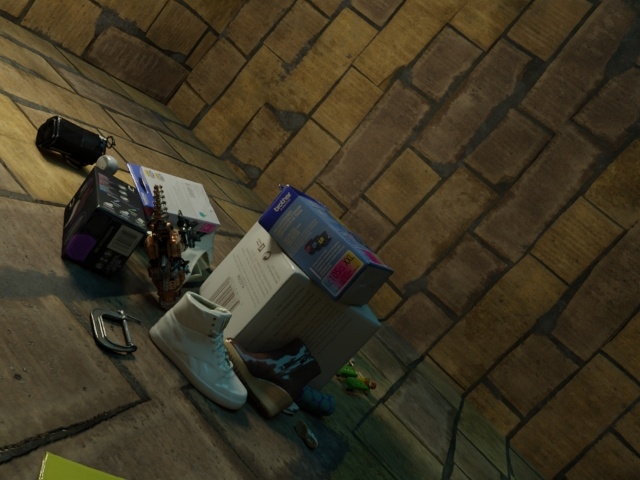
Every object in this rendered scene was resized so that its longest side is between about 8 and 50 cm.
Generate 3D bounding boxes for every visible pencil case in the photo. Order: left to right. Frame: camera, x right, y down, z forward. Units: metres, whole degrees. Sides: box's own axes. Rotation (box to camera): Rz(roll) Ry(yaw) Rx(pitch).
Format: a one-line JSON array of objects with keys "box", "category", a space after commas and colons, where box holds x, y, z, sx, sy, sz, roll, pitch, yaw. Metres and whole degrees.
[{"box": [-0.025, 0.466, 1.549, 0.151, 0.064, 0.070, 35, 27, -36], "category": "pencil case"}]

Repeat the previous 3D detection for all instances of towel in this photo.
[{"box": [-0.315, 0.400, 0.799, 0.237, 0.021, 0.102, 36, 5, -26], "category": "towel"}]

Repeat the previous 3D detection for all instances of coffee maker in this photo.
[{"box": [-0.812, -0.336, 1.737, 0.178, 0.171, 0.120, 24, 36, -57], "category": "coffee maker"}]

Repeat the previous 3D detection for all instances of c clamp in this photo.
[{"box": [-0.449, 0.199, 1.177, 0.137, 0.022, 0.161, 35, 11, -37], "category": "c clamp"}]

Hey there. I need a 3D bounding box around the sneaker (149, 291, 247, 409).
[{"box": [-0.254, 0.256, 1.263, 0.292, 0.169, 0.108, 43, 7, 1], "category": "sneaker"}]

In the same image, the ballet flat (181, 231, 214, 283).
[{"box": [-0.422, 0.057, 1.713, 0.139, 0.139, 0.400, 41, 13, -4], "category": "ballet flat"}]

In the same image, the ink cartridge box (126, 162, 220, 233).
[{"box": [-0.474, -0.129, 1.675, 0.311, 0.065, 0.186, 17, 38, -56], "category": "ink cartridge box"}]

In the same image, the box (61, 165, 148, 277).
[{"box": [-0.574, -0.054, 1.395, 0.143, 0.165, 0.270, 33, 12, -36], "category": "box"}]

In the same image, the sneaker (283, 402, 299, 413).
[{"box": [-0.107, 0.421, 1.441, 0.135, 0.058, 0.052, 41, 9, -7], "category": "sneaker"}]

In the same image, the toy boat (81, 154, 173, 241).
[{"box": [-0.601, -0.125, 1.682, 0.318, 0.148, 0.267, 39, 9, -15], "category": "toy boat"}]

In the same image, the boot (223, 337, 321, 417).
[{"box": [-0.134, 0.320, 1.407, 0.206, 0.090, 0.248, -36, 88, -40], "category": "boot"}]

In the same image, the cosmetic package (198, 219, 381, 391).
[{"box": [-0.102, 0.208, 1.621, 0.393, 0.327, 0.329, 35, 11, -37], "category": "cosmetic package"}]

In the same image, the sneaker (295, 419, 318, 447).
[{"box": [-0.036, 0.516, 1.397, 0.083, 0.032, 0.037, 52, -1, 28], "category": "sneaker"}]

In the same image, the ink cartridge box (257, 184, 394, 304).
[{"box": [0.000, 0.000, 1.532, 0.395, 0.151, 0.270, 43, 9, 22], "category": "ink cartridge box"}]

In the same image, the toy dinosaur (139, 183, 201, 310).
[{"box": [-0.403, 0.017, 1.405, 0.164, 0.322, 0.218, 16, 18, -16], "category": "toy dinosaur"}]

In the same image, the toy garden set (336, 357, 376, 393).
[{"box": [0.094, 0.489, 2.005, 0.203, 0.049, 0.244, 28, 15, -50], "category": "toy garden set"}]
